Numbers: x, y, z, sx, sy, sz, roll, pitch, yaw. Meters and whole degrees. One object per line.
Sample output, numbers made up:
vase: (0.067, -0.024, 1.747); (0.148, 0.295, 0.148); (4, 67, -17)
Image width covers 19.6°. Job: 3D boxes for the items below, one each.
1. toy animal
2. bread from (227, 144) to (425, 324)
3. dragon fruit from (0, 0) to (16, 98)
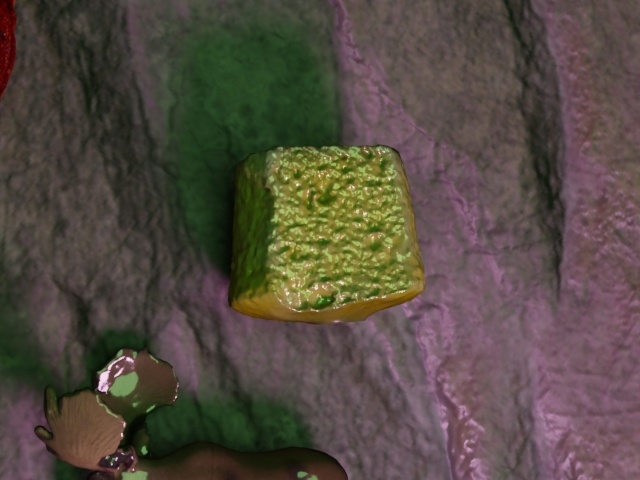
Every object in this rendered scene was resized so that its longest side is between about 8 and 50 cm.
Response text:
toy animal: (-0.081, 0.161, 1.200); (0.214, 0.094, 0.186); (-4, 93, -27)
bread: (0.000, 0.000, 1.218); (0.129, 0.111, 0.114); (-1, 84, -17)
dragon fruit: (-0.255, -0.139, 1.158); (0.162, 0.083, 0.106); (37, 55, -3)
